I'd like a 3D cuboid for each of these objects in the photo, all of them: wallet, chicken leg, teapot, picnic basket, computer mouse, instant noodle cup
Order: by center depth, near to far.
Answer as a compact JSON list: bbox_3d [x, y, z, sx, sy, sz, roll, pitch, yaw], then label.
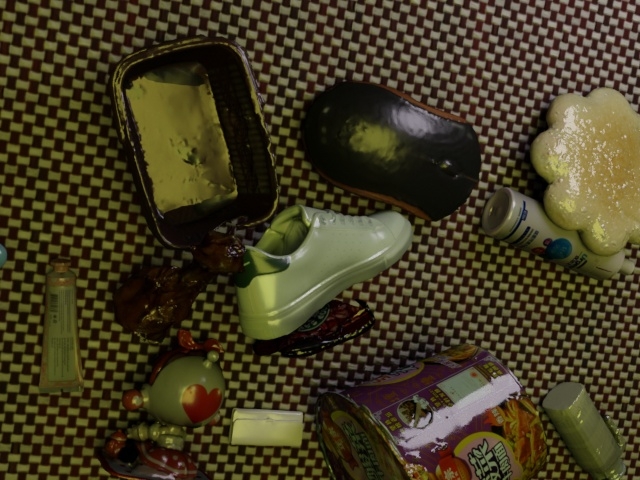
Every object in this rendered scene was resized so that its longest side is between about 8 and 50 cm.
[{"bbox_3d":[-0.200,0.062,1.339,0.113,0.304,0.093,29,51,-28],"label":"chicken leg"},{"bbox_3d":[-0.192,-0.150,1.375,0.222,0.129,0.297,-18,104,-18],"label":"picnic basket"},{"bbox_3d":[0.189,0.335,1.485,0.265,0.339,0.340,-25,105,-22],"label":"instant noodle cup"},{"bbox_3d":[0.125,-0.145,1.495,0.323,0.116,0.183,18,95,-21],"label":"computer mouse"},{"bbox_3d":[-0.089,0.311,1.531,0.122,0.025,0.061,7,89,-20],"label":"wallet"},{"bbox_3d":[0.504,0.353,1.719,0.107,0.077,0.200,-43,110,-30],"label":"teapot"}]

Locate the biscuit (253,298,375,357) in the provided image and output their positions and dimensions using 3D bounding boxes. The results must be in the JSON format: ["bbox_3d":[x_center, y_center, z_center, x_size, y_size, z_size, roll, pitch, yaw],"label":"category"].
[{"bbox_3d":[-0.018,0.135,1.423,0.151,0.235,0.063,-32,99,-16],"label":"biscuit"}]

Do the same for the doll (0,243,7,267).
[{"bbox_3d":[-0.624,0.092,1.228,0.365,0.187,0.376,10,113,-13],"label":"doll"}]

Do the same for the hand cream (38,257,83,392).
[{"bbox_3d":[-0.391,0.132,1.395,0.067,0.043,0.210,0,103,-17],"label":"hand cream"}]

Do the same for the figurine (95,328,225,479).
[{"bbox_3d":[-0.220,0.251,1.419,0.183,0.160,0.226,16,85,-21],"label":"figurine"}]

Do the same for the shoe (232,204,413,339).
[{"bbox_3d":[0.000,0.000,1.414,0.363,0.131,0.160,-33,117,-39],"label":"shoe"}]

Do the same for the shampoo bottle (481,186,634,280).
[{"bbox_3d":[0.432,0.000,1.632,0.303,0.092,0.092,22,90,-21],"label":"shampoo bottle"}]

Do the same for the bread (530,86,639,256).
[{"bbox_3d":[0.503,-0.127,1.616,0.315,0.054,0.316,5,78,-26],"label":"bread"}]
